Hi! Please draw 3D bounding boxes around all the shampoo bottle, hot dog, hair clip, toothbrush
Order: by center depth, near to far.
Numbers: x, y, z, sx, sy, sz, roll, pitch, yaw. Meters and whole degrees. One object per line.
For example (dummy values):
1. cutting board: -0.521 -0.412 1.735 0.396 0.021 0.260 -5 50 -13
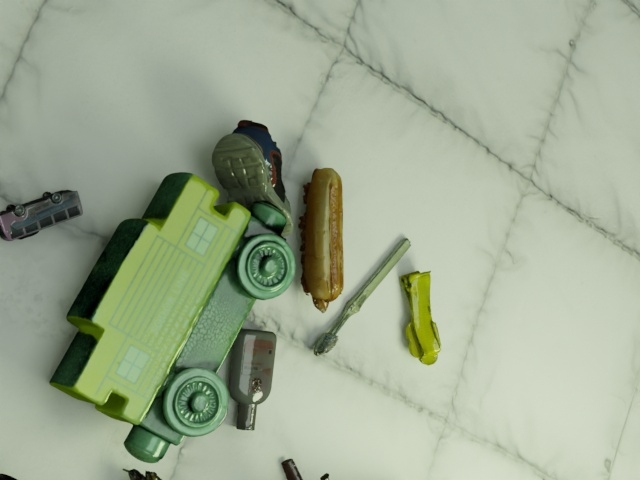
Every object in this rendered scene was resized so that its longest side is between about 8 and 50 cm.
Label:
1. shampoo bottle: -0.115 0.230 1.904 0.080 0.040 0.165 10 84 -36
2. hot dog: 0.000 0.000 1.960 0.076 0.102 0.249 -1 88 6
3. toothbrush: 0.077 0.097 2.052 0.294 0.028 0.026 -51 118 -29
4. hair clip: 0.182 0.144 2.112 0.072 0.046 0.173 -15 97 -31

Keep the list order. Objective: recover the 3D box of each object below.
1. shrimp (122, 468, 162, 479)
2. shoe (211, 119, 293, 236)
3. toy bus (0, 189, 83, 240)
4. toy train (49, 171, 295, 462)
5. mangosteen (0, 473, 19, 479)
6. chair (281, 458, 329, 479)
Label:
1. shrimp: -0.262 0.426 1.801 0.082 0.076 0.174 -12 105 6
2. shoe: -0.105 -0.107 1.883 0.126 0.099 0.228 -83 160 -45
3. toy bus: -0.414 -0.038 1.693 0.130 0.037 0.052 -24 109 -34
4. toy train: -0.224 0.103 1.751 0.272 0.179 0.442 34 73 -22
5. mangosteen: -0.454 0.398 1.600 0.152 0.152 0.153 0 91 -35
6. chair: -0.024 0.555 1.892 0.183 0.175 0.327 -30 104 -23
